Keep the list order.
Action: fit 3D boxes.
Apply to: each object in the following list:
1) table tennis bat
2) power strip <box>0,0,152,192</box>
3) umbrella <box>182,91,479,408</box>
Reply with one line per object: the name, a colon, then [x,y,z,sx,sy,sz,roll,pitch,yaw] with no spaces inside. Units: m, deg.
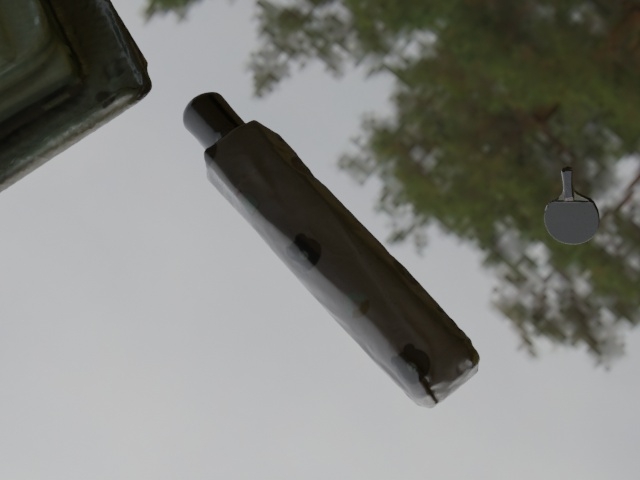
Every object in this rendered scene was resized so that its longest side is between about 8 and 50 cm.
table tennis bat: [0.227,-0.031,1.644,0.050,0.083,0.007,-2,-144,14]
power strip: [-0.239,-0.123,1.228,0.198,0.213,0.064,58,-179,37]
umbrella: [0.000,0.000,1.476,0.073,0.067,0.337,-35,-114,-21]
